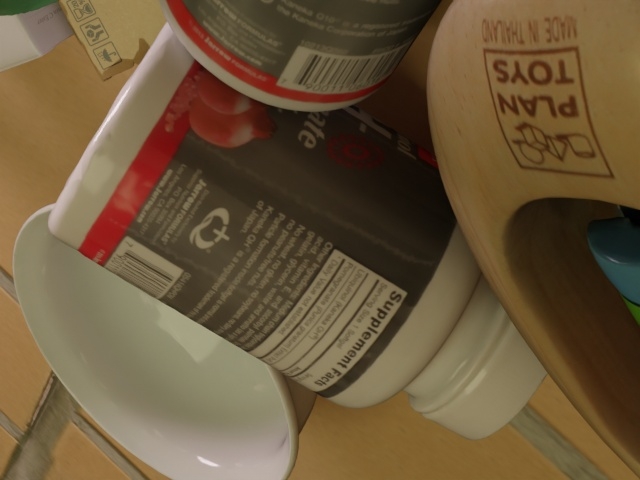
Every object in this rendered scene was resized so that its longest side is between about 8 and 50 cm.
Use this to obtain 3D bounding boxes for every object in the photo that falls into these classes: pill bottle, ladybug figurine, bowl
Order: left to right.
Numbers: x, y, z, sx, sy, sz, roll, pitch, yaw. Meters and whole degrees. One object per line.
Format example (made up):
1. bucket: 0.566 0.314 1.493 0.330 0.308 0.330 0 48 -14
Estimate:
1. bowl: -0.106 0.063 1.005 0.297 0.134 0.298 23 136 25
2. pill bottle: 0.000 0.000 0.785 0.318 0.176 0.176 32 143 -10
3. pill bottle: 0.026 -0.211 0.625 0.161 0.161 0.283 42 141 5
4. ladybug figurine: 0.224 0.011 0.598 0.305 0.162 0.449 13 144 53

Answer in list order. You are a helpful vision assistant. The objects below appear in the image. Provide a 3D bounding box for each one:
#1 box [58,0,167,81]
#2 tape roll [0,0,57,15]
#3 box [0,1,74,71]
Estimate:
1. box: -0.124 -0.228 0.795 0.164 0.021 0.201 -22 109 15
2. tape roll: -0.116 -0.263 0.580 0.077 0.321 0.321 37 141 10
3. box: -0.225 -0.226 0.864 0.091 0.130 0.171 -7 118 44
